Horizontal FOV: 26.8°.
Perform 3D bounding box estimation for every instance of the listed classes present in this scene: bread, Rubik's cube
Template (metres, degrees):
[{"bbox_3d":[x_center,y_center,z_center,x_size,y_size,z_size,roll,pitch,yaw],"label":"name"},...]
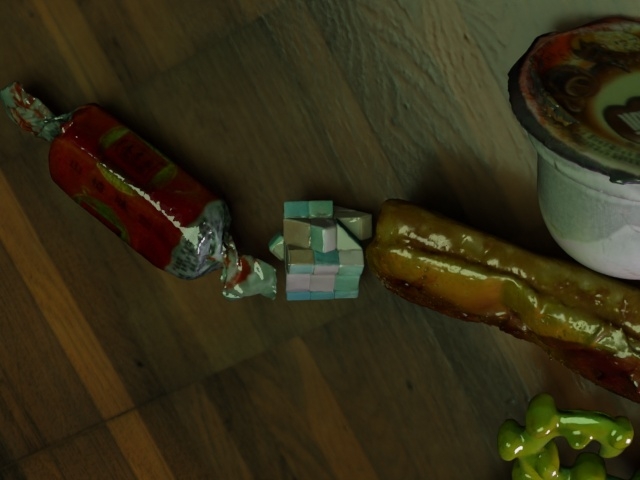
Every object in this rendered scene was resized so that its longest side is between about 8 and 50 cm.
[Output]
[{"bbox_3d":[0.164,0.047,1.004,0.271,0.139,0.077,24,86,7],"label":"bread"},{"bbox_3d":[0.002,0.001,1.073,0.075,0.073,0.084,8,147,-18],"label":"Rubik's cube"}]

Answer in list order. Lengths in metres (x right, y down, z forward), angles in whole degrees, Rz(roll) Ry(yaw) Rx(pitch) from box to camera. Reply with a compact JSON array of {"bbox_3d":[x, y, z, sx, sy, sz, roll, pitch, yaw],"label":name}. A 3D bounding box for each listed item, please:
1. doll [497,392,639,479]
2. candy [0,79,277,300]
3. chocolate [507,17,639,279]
[{"bbox_3d":[0.243,0.263,1.073,0.341,0.099,0.346,5,122,5],"label":"doll"},{"bbox_3d":[-0.151,-0.041,1.108,0.292,0.059,0.086,38,143,6],"label":"candy"},{"bbox_3d":[0.218,-0.053,0.948,0.221,0.221,0.147,21,132,10],"label":"chocolate"}]
